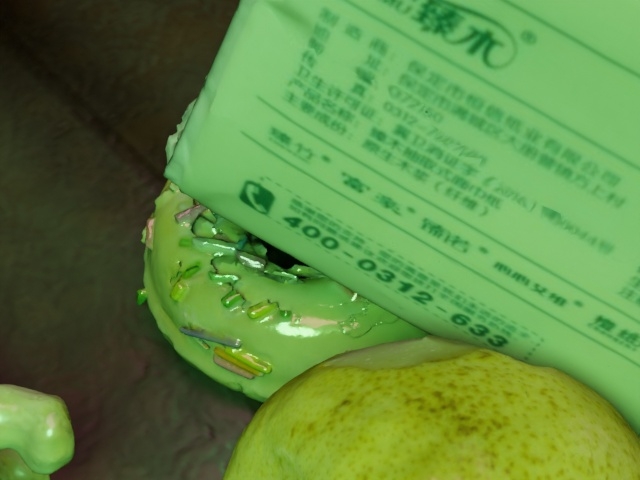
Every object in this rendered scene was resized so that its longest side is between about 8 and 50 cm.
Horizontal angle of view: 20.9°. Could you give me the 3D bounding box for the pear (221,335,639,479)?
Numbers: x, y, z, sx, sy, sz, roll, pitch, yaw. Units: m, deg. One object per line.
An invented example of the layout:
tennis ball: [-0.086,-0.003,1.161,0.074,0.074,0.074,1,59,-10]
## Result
pear: [0.052,0.115,0.668,0.178,0.178,0.178,1,52,-2]

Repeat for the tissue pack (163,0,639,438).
tissue pack: [0.164,-0.062,0.670,0.380,0.297,0.207,31,55,-2]

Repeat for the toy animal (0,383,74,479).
toy animal: [-0.148,0.162,0.616,0.169,0.121,0.233,1,76,-16]

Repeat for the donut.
donut: [0.000,0.000,0.810,0.175,0.068,0.174,1,54,-2]
